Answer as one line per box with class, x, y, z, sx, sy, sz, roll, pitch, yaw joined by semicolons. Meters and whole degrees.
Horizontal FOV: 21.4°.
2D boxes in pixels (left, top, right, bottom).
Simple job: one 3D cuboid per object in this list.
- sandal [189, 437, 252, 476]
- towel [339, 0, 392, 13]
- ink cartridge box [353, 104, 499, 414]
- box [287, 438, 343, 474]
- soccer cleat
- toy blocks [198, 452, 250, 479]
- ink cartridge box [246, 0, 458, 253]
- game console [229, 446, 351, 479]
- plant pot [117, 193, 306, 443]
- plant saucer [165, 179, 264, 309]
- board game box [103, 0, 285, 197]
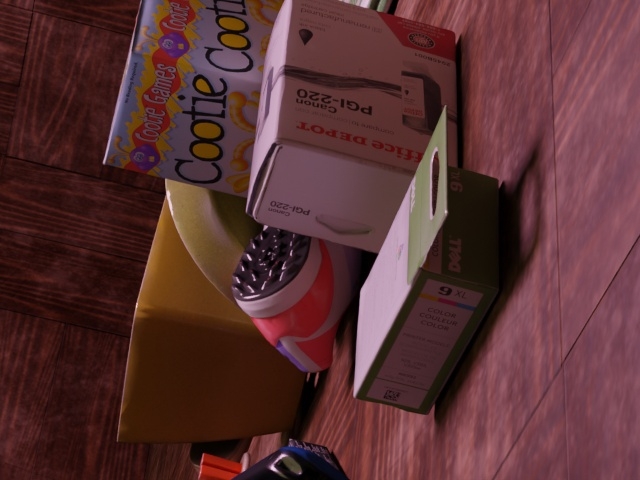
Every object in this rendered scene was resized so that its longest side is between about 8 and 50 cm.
sandal;-0.076;0.199;1.926;0.240;0.088;0.079;-61;-40;-44
towel;0.065;-0.333;2.005;0.325;0.038;0.248;-88;15;-62
ink cartridge box;0.083;0.018;1.200;0.209;0.062;0.109;112;168;-46
box;-0.021;0.290;1.533;0.190;0.045;0.184;-134;56;-80
soccer cleat;0.000;0.000;1.694;0.116;0.109;0.318;60;-151;-25
toy blocks;-0.110;0.280;1.786;0.054;0.148;0.123;130;152;-71
ink cartridge box;0.029;-0.100;1.419;0.218;0.158;0.092;-86;13;-46
game console;0.007;0.270;0.975;0.173;0.250;0.293;-51;1;-18
plant pot;-0.101;0.093;1.834;0.212;0.187;0.212;-81;2;-48
plant saucer;-0.058;-0.022;1.753;0.037;0.241;0.241;-35;33;33
board game box;-0.050;-0.133;1.599;0.142;0.275;0.144;-85;11;-47
